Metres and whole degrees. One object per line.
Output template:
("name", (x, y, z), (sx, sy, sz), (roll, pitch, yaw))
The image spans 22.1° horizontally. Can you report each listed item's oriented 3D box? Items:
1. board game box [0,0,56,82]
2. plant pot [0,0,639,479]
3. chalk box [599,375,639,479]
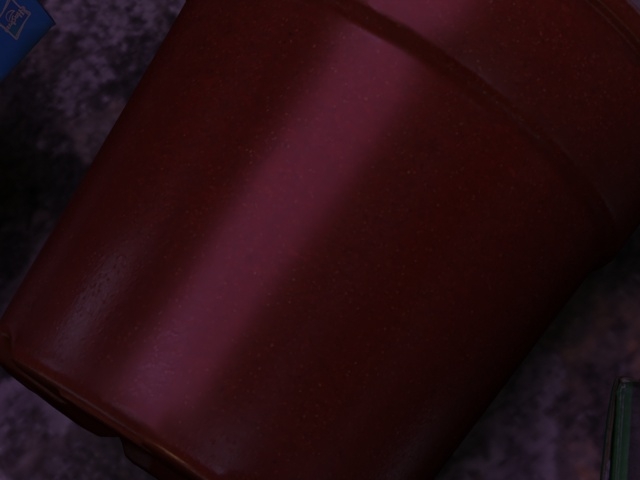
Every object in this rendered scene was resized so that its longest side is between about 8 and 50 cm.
("board game box", (-0.334, -0.049, 0.867), (0.308, 0.086, 0.302), (14, 59, 50))
("plant pot", (0.000, 0.000, 0.773), (0.272, 0.272, 0.265), (28, 76, 23))
("chalk box", (0.194, 0.174, 0.675), (0.288, 0.179, 0.180), (4, 62, 13))
